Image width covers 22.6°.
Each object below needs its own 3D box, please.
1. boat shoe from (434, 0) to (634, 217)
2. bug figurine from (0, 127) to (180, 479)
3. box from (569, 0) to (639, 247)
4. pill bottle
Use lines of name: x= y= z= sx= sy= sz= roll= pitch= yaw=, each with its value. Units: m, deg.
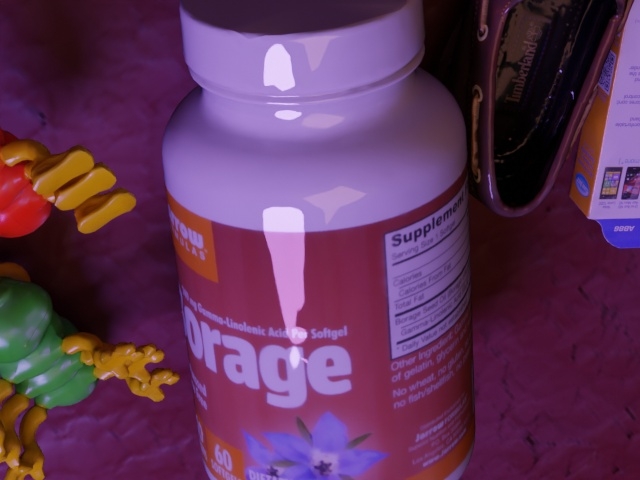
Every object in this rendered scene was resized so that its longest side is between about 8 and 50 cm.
boat shoe: x=0.098 y=-0.109 z=0.644 sx=0.073 sy=0.073 sz=0.207 roll=5 pitch=115 yaw=-14
bug figurine: x=-0.191 y=0.047 z=0.629 sx=0.279 sy=0.072 sz=0.216 roll=-31 pitch=143 yaw=1
box: x=0.160 y=-0.061 z=0.712 sx=0.081 sy=0.028 sz=0.136 roll=-1 pitch=120 yaw=-14
pill bottle: x=0.000 y=0.000 z=0.648 sx=0.121 sy=0.121 sz=0.216 roll=-10 pitch=119 yaw=-9
